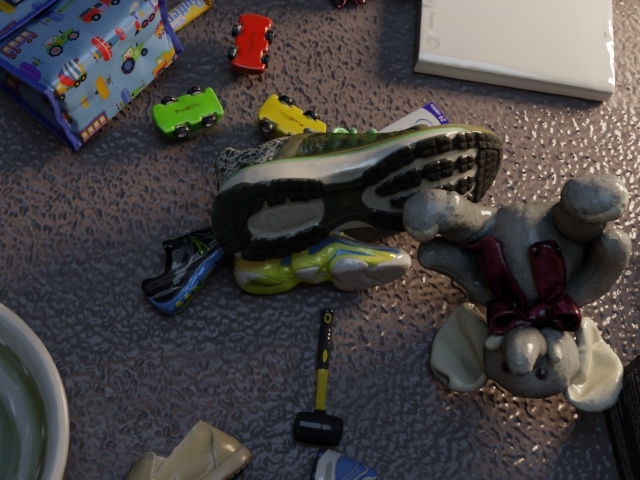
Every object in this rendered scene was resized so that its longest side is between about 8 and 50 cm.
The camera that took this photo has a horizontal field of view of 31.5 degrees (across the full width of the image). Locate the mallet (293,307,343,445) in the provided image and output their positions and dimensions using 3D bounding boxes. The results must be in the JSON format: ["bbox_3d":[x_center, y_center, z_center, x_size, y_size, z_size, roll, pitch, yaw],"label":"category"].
[{"bbox_3d":[-0.007,0.176,1.479,0.062,0.039,0.190,3,61,-12],"label":"mallet"}]

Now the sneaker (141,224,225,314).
[{"bbox_3d":[-0.168,0.010,1.508,0.078,0.067,0.188,37,68,1],"label":"sneaker"}]

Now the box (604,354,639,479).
[{"bbox_3d":[0.510,0.279,1.362,0.179,0.312,0.343,-3,66,-11],"label":"box"}]

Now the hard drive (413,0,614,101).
[{"bbox_3d":[0.302,-0.330,1.763,0.307,0.040,0.203,8,64,-6],"label":"hard drive"}]

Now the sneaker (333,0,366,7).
[{"bbox_3d":[0.065,-0.393,1.757,0.119,0.047,0.057,-20,92,-17],"label":"sneaker"}]

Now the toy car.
[{"bbox_3d":[-0.134,-0.197,1.620,0.225,0.053,0.239,-21,70,-18],"label":"toy car"}]

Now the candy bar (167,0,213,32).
[{"bbox_3d":[-0.227,-0.322,1.681,0.161,0.018,0.040,-40,77,-22],"label":"candy bar"}]

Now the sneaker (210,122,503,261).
[{"bbox_3d":[0.040,-0.108,1.495,0.410,0.158,0.182,-10,42,-15],"label":"sneaker"}]

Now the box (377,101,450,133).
[{"bbox_3d":[0.138,-0.106,1.612,0.137,0.072,0.126,-31,73,-21],"label":"box"}]

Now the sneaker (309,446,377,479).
[{"bbox_3d":[0.015,0.357,1.370,0.081,0.080,0.211,13,65,0],"label":"sneaker"}]

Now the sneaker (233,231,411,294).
[{"bbox_3d":[0.000,0.000,1.529,0.240,0.091,0.126,-3,65,-10],"label":"sneaker"}]

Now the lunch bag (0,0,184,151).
[{"bbox_3d":[-0.381,-0.303,1.600,0.293,0.138,0.221,35,69,24],"label":"lunch bag"}]

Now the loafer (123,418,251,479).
[{"bbox_3d":[-0.207,0.309,1.351,0.268,0.102,0.092,-32,72,-31],"label":"loafer"}]

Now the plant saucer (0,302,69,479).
[{"bbox_3d":[-0.496,0.241,1.327,0.400,0.100,0.400,4,65,-8],"label":"plant saucer"}]

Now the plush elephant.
[{"bbox_3d":[0.261,0.086,1.439,0.271,0.330,0.255,-3,74,16],"label":"plush elephant"}]
